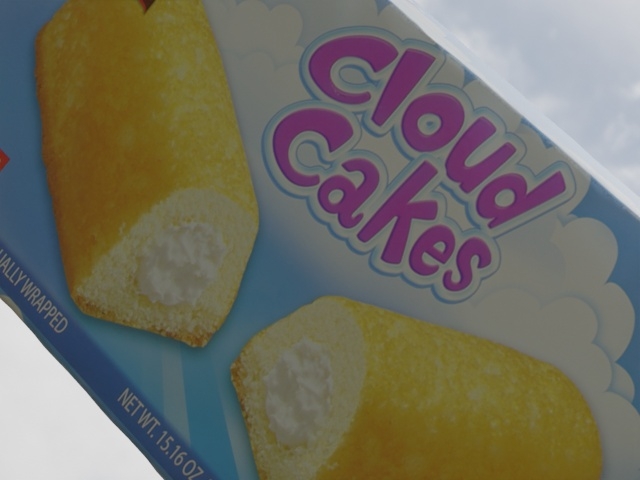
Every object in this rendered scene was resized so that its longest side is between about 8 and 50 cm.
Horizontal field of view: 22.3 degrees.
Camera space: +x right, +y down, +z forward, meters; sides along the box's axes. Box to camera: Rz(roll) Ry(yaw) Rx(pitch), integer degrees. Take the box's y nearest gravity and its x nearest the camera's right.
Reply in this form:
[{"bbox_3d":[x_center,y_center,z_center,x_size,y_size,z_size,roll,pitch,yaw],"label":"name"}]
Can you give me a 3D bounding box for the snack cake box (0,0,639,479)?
[{"bbox_3d":[0.000,0.000,0.507,0.264,0.089,0.152,44,-78,21],"label":"snack cake box"}]
